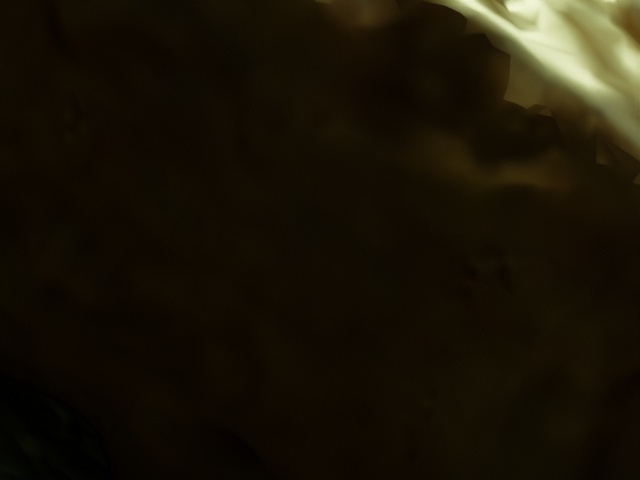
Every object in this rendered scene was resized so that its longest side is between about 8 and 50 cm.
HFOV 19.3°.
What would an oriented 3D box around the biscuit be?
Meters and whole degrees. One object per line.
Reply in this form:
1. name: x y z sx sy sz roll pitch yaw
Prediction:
1. biscuit: 0.047 -0.077 0.545 0.343 0.166 0.395 39 38 8
